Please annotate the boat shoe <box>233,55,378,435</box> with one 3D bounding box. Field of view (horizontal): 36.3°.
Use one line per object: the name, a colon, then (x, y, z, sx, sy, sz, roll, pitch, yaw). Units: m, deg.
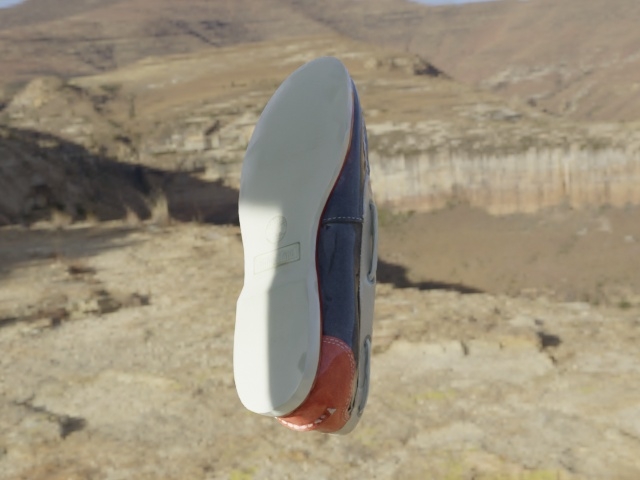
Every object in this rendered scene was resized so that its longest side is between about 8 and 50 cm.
boat shoe: (0.000, 0.000, 0.346, 0.049, 0.137, 0.043, -16, -30, 38)
